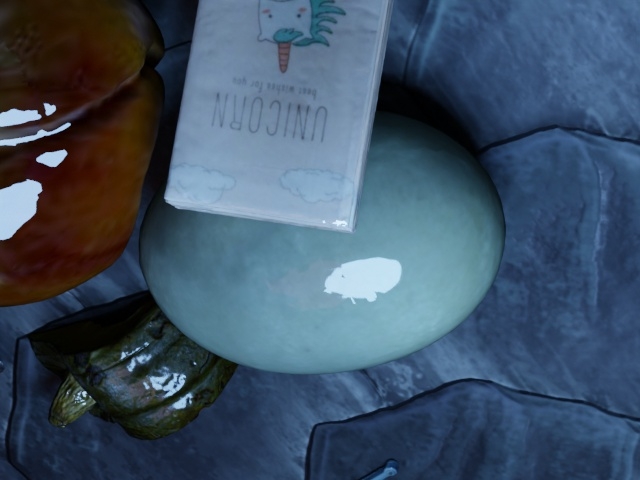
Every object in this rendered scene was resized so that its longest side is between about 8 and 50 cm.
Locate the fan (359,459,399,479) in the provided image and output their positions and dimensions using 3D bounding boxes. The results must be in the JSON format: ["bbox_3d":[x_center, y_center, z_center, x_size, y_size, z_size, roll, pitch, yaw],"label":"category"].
[{"bbox_3d":[0.023,0.297,2.188,0.038,0.016,0.193,40,130,-21],"label":"fan"}]

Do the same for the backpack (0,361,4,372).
[{"bbox_3d":[-0.450,0.126,2.121,0.165,0.106,0.120,1,133,12],"label":"backpack"}]

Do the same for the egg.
[{"bbox_3d":[0.000,0.000,1.780,0.352,0.258,0.258,-7,127,24],"label":"egg"}]

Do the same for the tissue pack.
[{"bbox_3d":[-0.027,-0.177,1.631,0.170,0.071,0.325,10,88,9],"label":"tissue pack"}]

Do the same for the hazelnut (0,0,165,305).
[{"bbox_3d":[-0.311,-0.110,1.720,0.315,0.372,0.372,7,134,36],"label":"hazelnut"}]

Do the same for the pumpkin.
[{"bbox_3d":[-0.221,0.148,2.058,0.248,0.126,0.131,-24,117,32],"label":"pumpkin"}]
